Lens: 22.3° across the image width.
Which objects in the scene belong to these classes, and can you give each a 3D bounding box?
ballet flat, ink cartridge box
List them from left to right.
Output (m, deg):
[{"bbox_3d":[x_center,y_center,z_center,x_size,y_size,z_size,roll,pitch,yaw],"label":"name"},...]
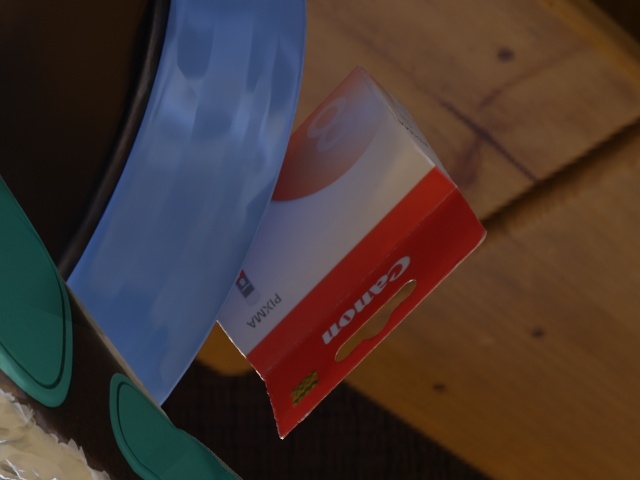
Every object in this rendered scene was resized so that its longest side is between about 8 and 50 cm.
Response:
[{"bbox_3d":[-0.128,0.081,0.624,0.147,0.147,0.409,-27,113,25],"label":"ballet flat"},{"bbox_3d":[0.000,0.000,0.831,0.045,0.179,0.145,40,101,-22],"label":"ink cartridge box"}]

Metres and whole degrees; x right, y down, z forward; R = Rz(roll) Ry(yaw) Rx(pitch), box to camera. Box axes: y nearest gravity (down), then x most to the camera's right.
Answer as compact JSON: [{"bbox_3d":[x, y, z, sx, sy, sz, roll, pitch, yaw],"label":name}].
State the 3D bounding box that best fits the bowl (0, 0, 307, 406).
[{"bbox_3d":[-0.163,-0.039,0.905,0.077,0.391,0.391,26,130,-34],"label":"bowl"}]
